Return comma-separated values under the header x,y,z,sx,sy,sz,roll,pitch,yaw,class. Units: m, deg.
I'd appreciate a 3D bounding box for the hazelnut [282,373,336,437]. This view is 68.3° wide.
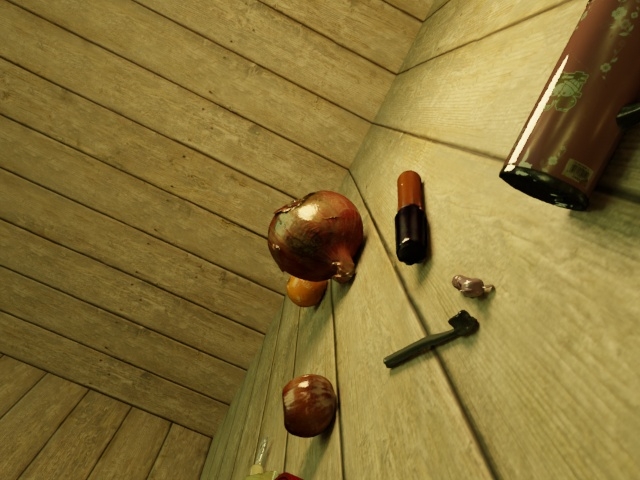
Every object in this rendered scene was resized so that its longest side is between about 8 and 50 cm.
x,y,z,sx,sy,sz,roll,pitch,yaw,class
-0.025,0.403,1.154,0.143,0.143,0.154,-62,15,23,hazelnut

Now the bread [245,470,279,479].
x,y,z,sx,sy,sz,roll,pitch,yaw,class
-0.177,0.739,1.371,0.193,0.036,0.112,-40,29,45,bread

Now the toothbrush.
x,y,z,sx,sy,sz,roll,pitch,yaw,class
0.175,0.178,0.817,0.030,0.030,0.297,-39,-9,-30,toothbrush

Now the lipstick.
x,y,z,sx,sy,sz,roll,pitch,yaw,class
0.222,-0.077,1.167,0.077,0.077,0.418,-61,7,31,lipstick

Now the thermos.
x,y,z,sx,sy,sz,roll,pitch,yaw,class
0.345,-0.205,0.557,0.330,0.109,0.136,-64,7,5,thermos

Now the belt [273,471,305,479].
x,y,z,sx,sy,sz,roll,pitch,yaw,class
-0.077,0.592,0.904,0.324,0.115,0.227,-58,7,33,belt

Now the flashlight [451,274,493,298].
x,y,z,sx,sy,sz,roll,pitch,yaw,class
0.232,0.074,0.748,0.110,0.052,0.031,-103,2,-89,flashlight

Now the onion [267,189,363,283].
x,y,z,sx,sy,sz,roll,pitch,yaw,class
-0.020,-0.008,1.662,0.353,0.353,0.353,-63,7,14,onion

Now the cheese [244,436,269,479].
x,y,z,sx,sy,sz,roll,pitch,yaw,class
-0.211,0.758,1.553,0.235,0.050,0.127,-75,11,-49,cheese

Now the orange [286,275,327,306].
x,y,z,sx,sy,sz,roll,pitch,yaw,class
-0.061,0.188,1.995,0.193,0.161,0.193,-58,9,14,orange
